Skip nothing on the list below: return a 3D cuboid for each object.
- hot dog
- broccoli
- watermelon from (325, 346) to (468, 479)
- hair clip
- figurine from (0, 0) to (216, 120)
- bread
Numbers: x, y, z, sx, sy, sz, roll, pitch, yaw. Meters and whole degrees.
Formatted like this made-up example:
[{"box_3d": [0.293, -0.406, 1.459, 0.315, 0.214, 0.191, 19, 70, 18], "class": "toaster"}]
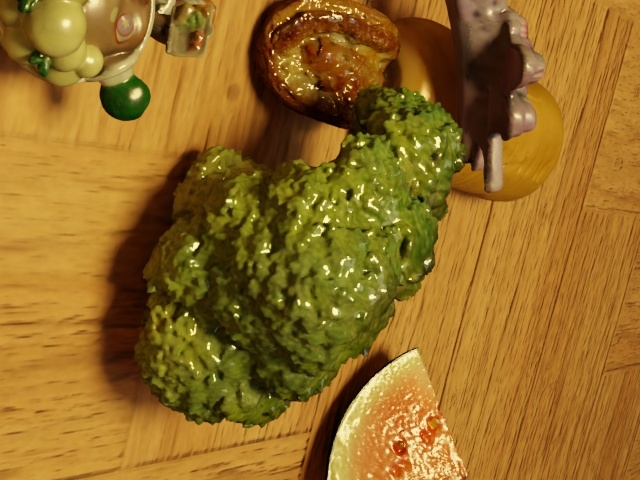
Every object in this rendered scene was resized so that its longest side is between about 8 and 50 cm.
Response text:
[{"box_3d": [0.011, -0.144, 0.855, 0.147, 0.065, 0.099, 14, 104, -57], "class": "hot dog"}, {"box_3d": [-0.010, -0.017, 0.806, 0.254, 0.186, 0.302, -53, -177, 41], "class": "broccoli"}, {"box_3d": [0.074, 0.214, 1.092, 0.193, 0.137, 0.145, -62, 179, -12], "class": "watermelon"}, {"box_3d": [0.132, -0.173, 0.845, 0.090, 0.137, 0.278, -20, 118, -3], "class": "hair clip"}, {"box_3d": [-0.122, -0.146, 0.647, 0.197, 0.093, 0.147, -21, 110, -50], "class": "figurine"}, {"box_3d": [0.147, -0.114, 1.034, 0.305, 0.091, 0.142, 9, 104, -54], "class": "bread"}]
